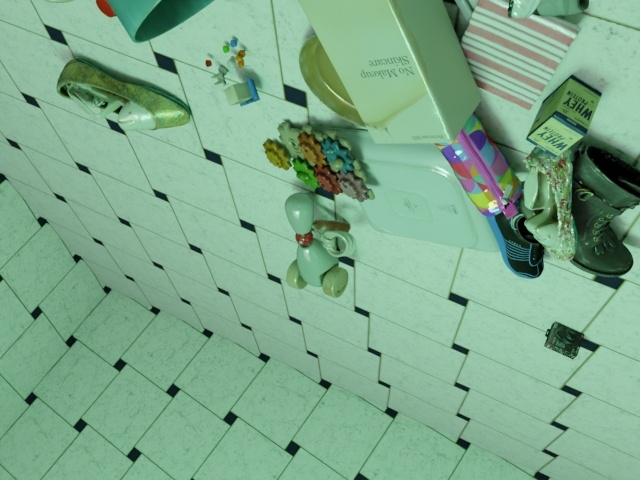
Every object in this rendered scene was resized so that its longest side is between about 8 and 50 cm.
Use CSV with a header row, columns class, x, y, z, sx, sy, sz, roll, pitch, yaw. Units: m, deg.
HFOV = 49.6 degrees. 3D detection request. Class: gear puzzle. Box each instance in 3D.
class,x,y,z,sx,sy,sz,roll,pitch,yaw
gear puzzle,-0.033,-0.172,1.506,0.339,0.044,0.175,21,148,49

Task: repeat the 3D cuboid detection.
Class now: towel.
class,x,y,z,sx,sy,sz,roll,pitch,yaw
towel,0.277,-0.278,1.013,0.144,0.029,0.197,26,158,6

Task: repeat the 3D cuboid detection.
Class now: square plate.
class,x,y,z,sx,sy,sz,roll,pitch,yaw
square plate,0.197,-0.094,1.462,0.344,0.049,0.347,12,151,35

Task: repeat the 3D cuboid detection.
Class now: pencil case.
class,x,y,z,sx,sy,sz,roll,pitch,yaw
pencil case,0.270,-0.144,1.210,0.104,0.104,0.236,-1,140,49

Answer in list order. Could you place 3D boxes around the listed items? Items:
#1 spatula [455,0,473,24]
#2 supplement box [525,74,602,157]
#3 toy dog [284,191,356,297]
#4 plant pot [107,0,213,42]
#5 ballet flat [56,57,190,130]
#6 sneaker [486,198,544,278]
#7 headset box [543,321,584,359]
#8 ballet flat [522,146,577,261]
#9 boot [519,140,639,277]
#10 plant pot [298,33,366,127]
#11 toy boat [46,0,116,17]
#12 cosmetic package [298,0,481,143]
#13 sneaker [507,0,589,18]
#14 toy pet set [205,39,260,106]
class,x,y,z,sx,sy,sz,roll,pitch,yaw
spatula,0.200,-0.347,0.993,0.168,0.019,0.242,0,142,47
supplement box,0.366,-0.186,1.045,0.056,0.083,0.083,30,156,-3
toy dog,0.000,0.000,1.799,0.220,0.161,0.333,28,142,11
plant pot,-0.213,-0.454,0.939,0.235,0.293,0.293,53,151,-11
ballet flat,-0.485,-0.329,1.676,0.349,0.123,0.123,25,156,10
sneaker,0.409,0.004,1.372,0.090,0.081,0.232,17,154,49
headset box,0.584,0.240,1.672,0.083,0.062,0.032,26,155,10
ballet flat,0.374,-0.058,1.154,0.091,0.077,0.240,42,154,55
boot,0.487,-0.044,1.183,0.263,0.091,0.229,34,157,-5
plant pot,0.073,-0.289,1.234,0.236,0.032,0.236,24,156,11
toy boat,-0.433,-0.518,1.240,0.318,0.148,0.267,34,152,8
cosmetic package,0.102,-0.296,1.026,0.160,0.113,0.309,5,139,44
sneaker,0.286,-0.365,0.787,0.108,0.100,0.271,9,156,11
toy pet set,-0.162,-0.335,1.399,0.122,0.065,0.114,-13,98,53
